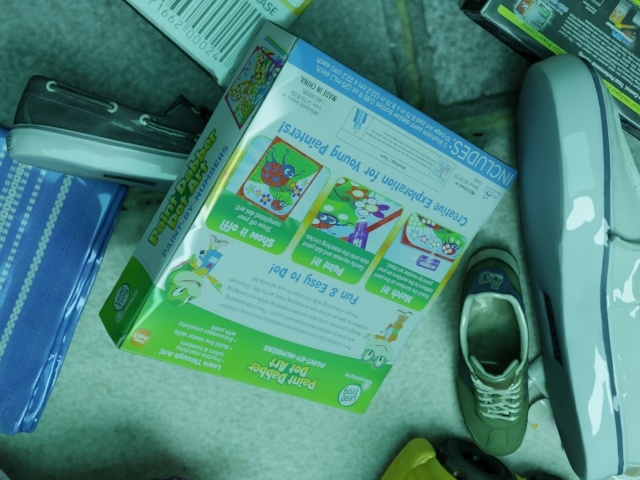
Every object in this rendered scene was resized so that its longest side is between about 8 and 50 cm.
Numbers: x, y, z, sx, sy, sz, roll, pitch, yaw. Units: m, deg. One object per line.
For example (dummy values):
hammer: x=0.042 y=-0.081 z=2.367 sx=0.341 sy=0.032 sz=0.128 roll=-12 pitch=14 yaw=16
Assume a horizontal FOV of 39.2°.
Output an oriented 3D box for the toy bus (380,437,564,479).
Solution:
toy bus: x=0.162 y=0.292 z=0.760 sx=0.220 sy=0.211 sz=0.149 roll=22 pitch=100 yaw=-15

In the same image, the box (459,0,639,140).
box: x=0.283 y=-0.198 z=0.713 sx=0.270 sy=0.060 sz=0.216 roll=31 pitch=101 yaw=-14

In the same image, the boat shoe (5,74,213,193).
boat shoe: x=-0.118 y=-0.077 z=0.690 sx=0.228 sy=0.080 sz=0.076 roll=10 pitch=82 yaw=-15

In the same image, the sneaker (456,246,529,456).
sneaker: x=0.144 y=0.108 z=0.762 sx=0.064 sy=0.086 sz=0.192 roll=-1 pitch=106 yaw=12

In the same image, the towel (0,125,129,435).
towel: x=-0.346 y=0.001 z=0.697 sx=0.336 sy=0.040 sz=0.243 roll=22 pitch=101 yaw=-13

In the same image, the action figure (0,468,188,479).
action figure: x=-0.210 y=0.249 z=0.737 sx=0.370 sy=0.248 sz=0.276 roll=-8 pitch=80 yaw=-4

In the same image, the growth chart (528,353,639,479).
growth chart: x=0.304 y=0.153 z=0.837 sx=0.237 sy=0.021 sz=0.172 roll=37 pitch=98 yaw=-14

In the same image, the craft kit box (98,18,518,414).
craft kit box: x=0.000 y=0.000 z=0.685 sx=0.249 sy=0.061 sz=0.247 roll=24 pitch=100 yaw=-39

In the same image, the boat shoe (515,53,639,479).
boat shoe: x=0.256 y=0.023 z=0.715 sx=0.156 sy=0.136 sz=0.367 roll=-13 pitch=109 yaw=0

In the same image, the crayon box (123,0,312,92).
crayon box: x=-0.036 y=-0.290 z=0.632 sx=0.202 sy=0.081 sz=0.318 roll=40 pitch=98 yaw=-16
